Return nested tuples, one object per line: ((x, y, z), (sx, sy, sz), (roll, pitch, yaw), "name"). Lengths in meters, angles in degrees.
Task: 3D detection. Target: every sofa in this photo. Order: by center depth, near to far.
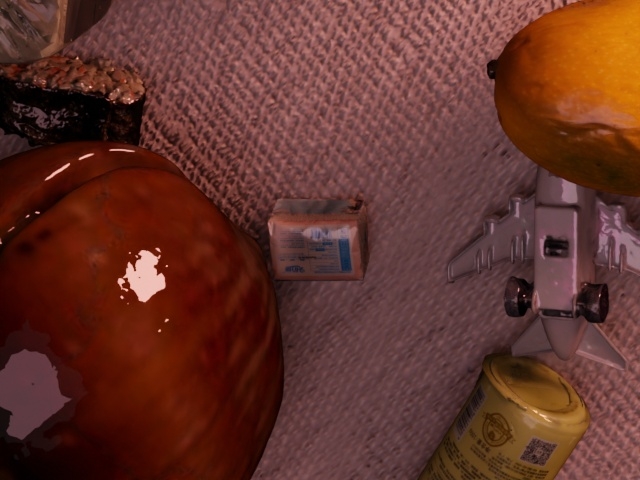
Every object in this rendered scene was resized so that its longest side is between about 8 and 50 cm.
((-0.286, -0.291, 1.593), (0.176, 0.210, 0.225), (11, 117, 8), "sofa")

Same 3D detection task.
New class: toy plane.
((0.233, 0.007, 1.665), (0.251, 0.101, 0.255), (5, 113, 22), "toy plane")

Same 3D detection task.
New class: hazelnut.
((-0.240, 0.117, 1.671), (0.402, 0.402, 0.429), (-13, 126, 16), "hazelnut")

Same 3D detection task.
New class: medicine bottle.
((0.167, 0.237, 1.765), (0.124, 0.124, 0.238), (27, 115, -1), "medicine bottle")

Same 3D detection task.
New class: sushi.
((-0.245, -0.137, 1.709), (0.150, 0.090, 0.078), (11, 117, 5), "sushi")

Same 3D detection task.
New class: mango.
((0.328, -0.131, 1.558), (0.359, 0.144, 0.187), (-1, 90, -2), "mango")

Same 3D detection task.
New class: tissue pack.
((0.000, 0.000, 1.732), (0.094, 0.058, 0.074), (0, 115, 11), "tissue pack")
